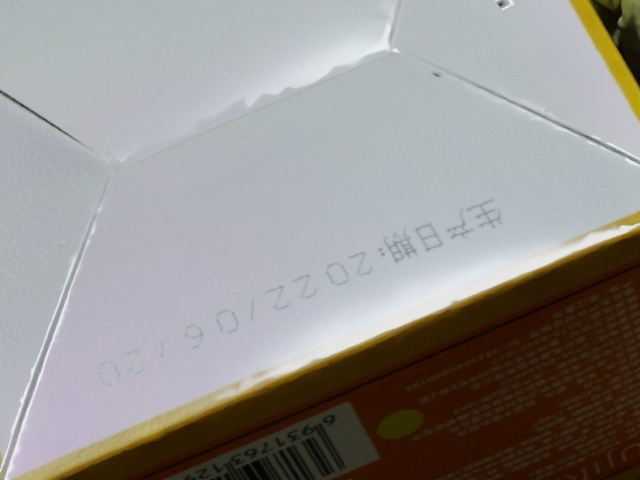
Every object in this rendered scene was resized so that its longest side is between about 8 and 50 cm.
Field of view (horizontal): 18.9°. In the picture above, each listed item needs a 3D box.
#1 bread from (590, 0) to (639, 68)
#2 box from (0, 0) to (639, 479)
[{"bbox_3d":[0.250,-0.147,0.907,0.267,0.130,0.152,-13,17,10],"label":"bread"},{"bbox_3d":[0.000,0.000,0.845,0.283,0.214,0.260,-23,53,2],"label":"box"}]
